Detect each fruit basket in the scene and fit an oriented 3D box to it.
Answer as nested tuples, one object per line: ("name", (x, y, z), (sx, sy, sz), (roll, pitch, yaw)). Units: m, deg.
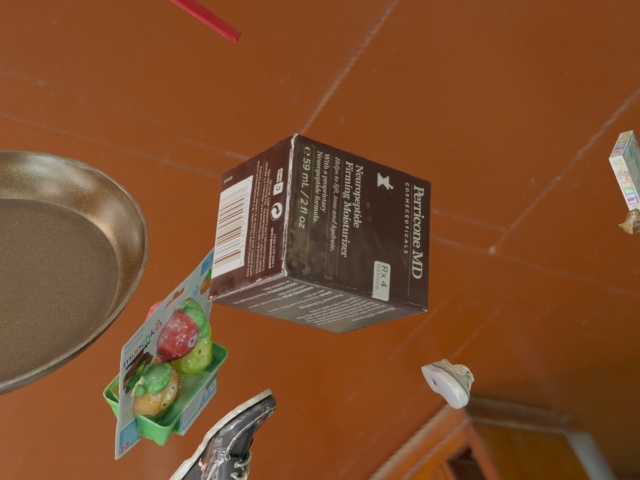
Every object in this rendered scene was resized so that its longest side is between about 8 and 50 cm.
("fruit basket", (-0.280, 0.218, 1.843), (0.165, 0.327, 0.353), (29, 134, 9))

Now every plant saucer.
("plant saucer", (-0.300, 0.031, 0.817), (0.311, 0.310, 0.050), (-11, 132, -14))

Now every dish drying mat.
("dish drying mat", (-0.121, -0.235, 1.010), (0.083, 0.032, 0.008), (33, 115, -13))

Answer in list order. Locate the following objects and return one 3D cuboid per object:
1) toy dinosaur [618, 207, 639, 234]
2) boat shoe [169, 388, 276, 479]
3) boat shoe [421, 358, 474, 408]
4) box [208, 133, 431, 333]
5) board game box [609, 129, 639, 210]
("toy dinosaur", (0.401, -0.017, 1.058), (0.212, 0.064, 0.112), (19, 102, -30))
("boat shoe", (-0.097, 0.239, 1.064), (0.075, 0.065, 0.206), (-19, 154, -52))
("boat shoe", (0.124, 0.128, 0.888), (0.035, 0.035, 0.100), (-27, -176, -7))
("box", (0.000, 0.000, 1.130), (0.203, 0.168, 0.167), (16, 157, -32))
("board game box", (0.588, -0.114, 1.798), (0.026, 0.103, 0.154), (-13, 115, 36))
